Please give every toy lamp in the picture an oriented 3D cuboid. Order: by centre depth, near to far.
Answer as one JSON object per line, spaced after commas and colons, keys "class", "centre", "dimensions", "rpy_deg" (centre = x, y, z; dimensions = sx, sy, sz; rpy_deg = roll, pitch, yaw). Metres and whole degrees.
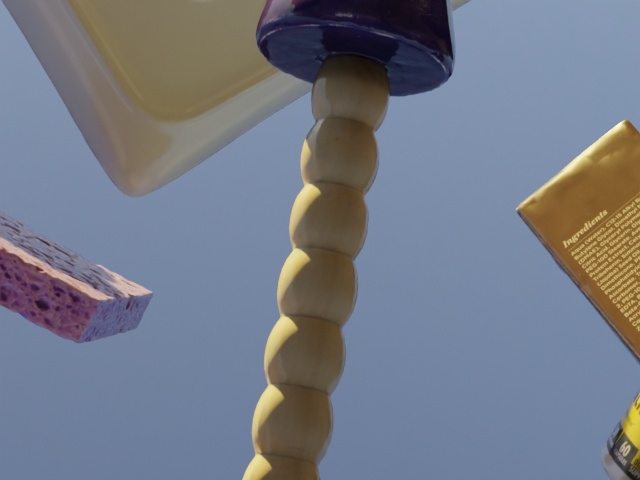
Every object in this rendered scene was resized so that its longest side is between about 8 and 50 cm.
{"class": "toy lamp", "centre": [0.000, 0.000, 0.678], "dimensions": [0.080, 0.080, 0.275], "rpy_deg": [17, -108, -22]}

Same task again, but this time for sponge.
{"class": "sponge", "centre": [-0.165, 0.016, 1.056], "dimensions": [0.117, 0.031, 0.210], "rpy_deg": [29, 180, 3]}

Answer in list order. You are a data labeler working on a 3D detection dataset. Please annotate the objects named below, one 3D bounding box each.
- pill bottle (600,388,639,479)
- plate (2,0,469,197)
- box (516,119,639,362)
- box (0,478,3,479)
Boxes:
{"class": "pill bottle", "centre": [0.171, 0.061, 0.763], "dimensions": [0.065, 0.116, 0.065], "rpy_deg": [27, -164, -9]}
{"class": "plate", "centre": [-0.066, -0.197, 1.106], "dimensions": [0.278, 0.277, 0.045], "rpy_deg": [60, 180, -22]}
{"class": "box", "centre": [0.336, 0.084, 1.547], "dimensions": [0.191, 0.143, 0.381], "rpy_deg": [46, -175, -41]}
{"class": "box", "centre": [-0.240, 0.229, 1.246], "dimensions": [0.170, 0.091, 0.130], "rpy_deg": [27, -159, -24]}
